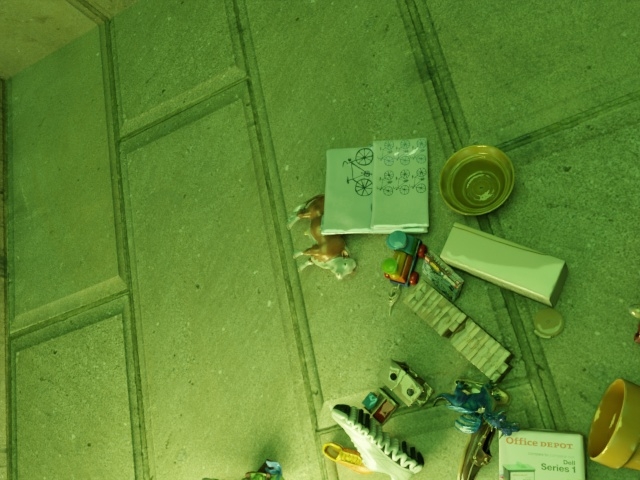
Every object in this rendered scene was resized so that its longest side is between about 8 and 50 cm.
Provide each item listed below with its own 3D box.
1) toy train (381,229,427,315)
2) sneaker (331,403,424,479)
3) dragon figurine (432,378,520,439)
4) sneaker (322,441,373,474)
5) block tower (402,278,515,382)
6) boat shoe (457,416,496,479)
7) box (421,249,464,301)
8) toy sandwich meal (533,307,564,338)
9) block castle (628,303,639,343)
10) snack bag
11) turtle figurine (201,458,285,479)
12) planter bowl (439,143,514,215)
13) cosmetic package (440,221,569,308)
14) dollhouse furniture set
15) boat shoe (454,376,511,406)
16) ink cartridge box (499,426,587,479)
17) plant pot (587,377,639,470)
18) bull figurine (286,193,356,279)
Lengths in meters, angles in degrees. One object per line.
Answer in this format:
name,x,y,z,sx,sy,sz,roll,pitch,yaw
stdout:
toy train,0.223,0.096,1.789,0.105,0.143,0.248,14,82,29
sneaker,0.141,0.569,1.673,0.292,0.110,0.118,37,102,6
dragon figurine,0.384,0.441,1.574,0.289,0.144,0.085,-11,113,41
sneaker,0.083,0.635,1.747,0.175,0.067,0.064,9,78,26
block tower,0.391,0.251,1.693,0.335,0.097,0.091,42,96,27
boat shoe,0.418,0.559,1.599,0.073,0.073,0.207,11,81,31
box,0.353,0.103,1.752,0.027,0.094,0.137,-33,60,-19
toy sandwich meal,0.615,0.224,1.626,0.085,0.029,0.086,-10,67,23
block castle,0.870,0.036,1.399,0.212,0.303,0.453,21,86,23
snack bag,0.169,-0.173,1.900,0.342,0.037,0.323,-1,69,13
turtle figurine,-0.236,0.794,1.787,0.266,0.198,0.275,-13,66,27
planter bowl,0.466,-0.165,1.775,0.217,0.090,0.217,-8,72,25
cosmetic package,0.503,0.067,1.651,0.309,0.160,0.113,22,85,29
dollhouse furniture set,0.206,0.450,1.703,0.129,0.129,0.184,40,94,29
boat shoe,0.441,0.411,1.645,0.153,0.048,0.056,19,85,30
ink cartridge box,0.551,0.612,1.492,0.201,0.117,0.278,-4,73,25
plant pot,0.758,0.454,1.405,0.188,0.205,0.205,22,86,13
bull figurine,0.000,0.000,1.944,0.188,0.101,0.310,-15,65,4
